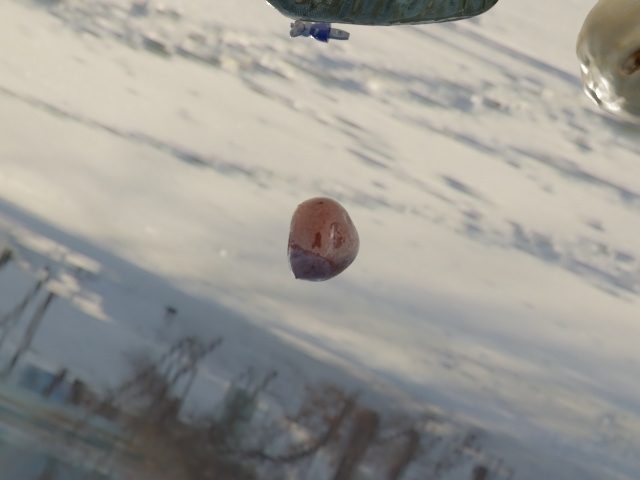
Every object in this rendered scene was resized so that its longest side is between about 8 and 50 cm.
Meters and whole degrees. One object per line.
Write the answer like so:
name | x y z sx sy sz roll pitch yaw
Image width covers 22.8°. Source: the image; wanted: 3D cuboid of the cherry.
cherry | 0.006 0.002 2.108 0.087 0.126 0.106 -30 128 28

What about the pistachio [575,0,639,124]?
pistachio | 0.453 -0.257 1.935 0.187 0.299 0.187 55 -165 -22

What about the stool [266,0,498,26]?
stool | 0.104 -0.364 1.466 0.310 0.310 0.226 -7 -177 -36

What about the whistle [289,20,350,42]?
whistle | -0.002 -0.282 2.156 0.083 0.033 0.029 10 149 8
